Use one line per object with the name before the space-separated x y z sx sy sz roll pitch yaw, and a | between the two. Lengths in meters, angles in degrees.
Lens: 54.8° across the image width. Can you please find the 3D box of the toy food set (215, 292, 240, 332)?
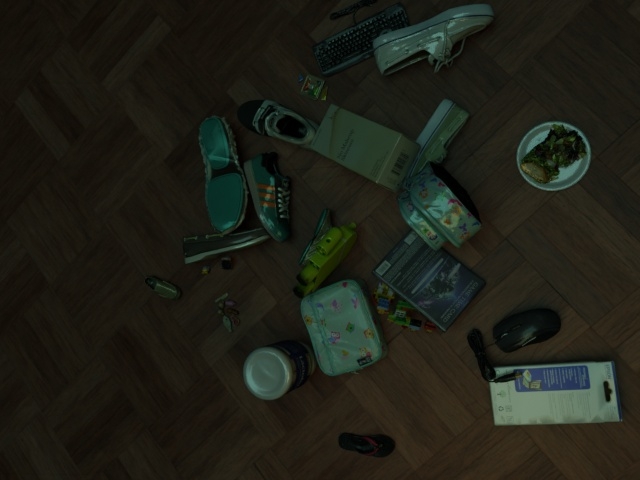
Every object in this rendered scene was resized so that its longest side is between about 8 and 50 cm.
toy food set | -0.309 0.241 2.072 0.078 0.019 0.122 -35 77 15

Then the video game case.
video game case | 0.316 0.110 1.811 0.274 0.026 0.196 40 73 16

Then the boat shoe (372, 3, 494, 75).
boat shoe | 0.338 -0.567 1.823 0.366 0.136 0.157 -13 83 18

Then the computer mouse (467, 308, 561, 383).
computer mouse | 0.541 0.286 1.706 0.261 0.060 0.184 -21 50 18

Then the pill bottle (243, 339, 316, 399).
pill bottle | -0.112 0.381 1.866 0.153 0.264 0.153 -1 88 19

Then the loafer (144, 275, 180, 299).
loafer | -0.553 0.166 2.146 0.148 0.050 0.056 21 94 19

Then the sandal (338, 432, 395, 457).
sandal | 0.137 0.625 1.882 0.179 0.040 0.067 0 87 19

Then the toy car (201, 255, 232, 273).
toy car | -0.350 0.075 2.079 0.122 0.060 0.041 -9 52 12

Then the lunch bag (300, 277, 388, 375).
lunch bag | 0.068 0.271 1.890 0.224 0.108 0.279 -21 80 17

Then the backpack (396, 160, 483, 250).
backpack | 0.332 -0.088 1.712 0.191 0.253 0.225 -43 105 9

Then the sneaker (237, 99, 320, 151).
sneaker | -0.142 -0.386 1.983 0.330 0.146 0.123 21 96 21

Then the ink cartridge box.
ink cartridge box | 0.640 0.419 1.704 0.332 0.065 0.166 -7 84 21

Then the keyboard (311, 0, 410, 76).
keyboard | 0.116 -0.672 1.965 0.317 0.033 0.202 -22 80 16

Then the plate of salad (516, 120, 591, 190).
plate of salad | 0.656 -0.240 1.741 0.199 0.048 0.200 -1 86 20

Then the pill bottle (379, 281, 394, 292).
pill bottle | 0.223 0.136 1.876 0.083 0.043 0.043 -19 81 18

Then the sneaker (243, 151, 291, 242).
sneaker | -0.146 -0.146 1.988 0.121 0.108 0.302 -25 78 20

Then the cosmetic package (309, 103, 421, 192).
cosmetic package | 0.128 -0.278 1.838 0.309 0.113 0.160 32 99 41

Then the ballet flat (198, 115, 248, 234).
ballet flat | -0.305 -0.212 2.032 0.146 0.147 0.409 -13 76 18

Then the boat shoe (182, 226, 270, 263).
boat shoe | -0.318 -0.003 2.041 0.324 0.116 0.097 -16 85 24

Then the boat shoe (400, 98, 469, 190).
boat shoe | 0.332 -0.274 1.829 0.094 0.109 0.302 31 95 15

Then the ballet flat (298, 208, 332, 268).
ballet flat | 0.000 0.000 1.961 0.067 0.073 0.206 25 99 -8

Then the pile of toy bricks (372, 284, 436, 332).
pile of toy bricks | 0.251 0.223 1.840 0.212 0.105 0.118 15 48 4

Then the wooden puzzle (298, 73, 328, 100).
wooden puzzle | -0.026 -0.501 2.014 0.116 0.014 0.079 19 93 20

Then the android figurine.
android figurine | 0.020 0.051 1.855 0.056 0.248 0.273 37 62 12
